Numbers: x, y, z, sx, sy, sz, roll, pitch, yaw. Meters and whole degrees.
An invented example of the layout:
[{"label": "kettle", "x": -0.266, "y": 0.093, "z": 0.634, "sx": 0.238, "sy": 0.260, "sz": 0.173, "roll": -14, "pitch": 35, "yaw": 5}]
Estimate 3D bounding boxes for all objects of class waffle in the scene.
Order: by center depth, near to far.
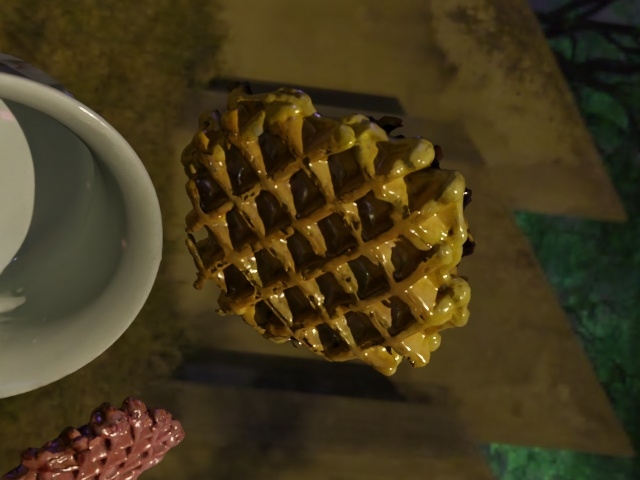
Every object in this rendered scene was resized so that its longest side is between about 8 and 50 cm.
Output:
[{"label": "waffle", "x": -0.270, "y": 0.264, "z": 1.320, "sx": 0.055, "sy": 0.234, "sz": 0.221, "roll": 57, "pitch": 3, "yaw": 23}, {"label": "waffle", "x": 0.000, "y": 0.000, "z": 1.388, "sx": 0.095, "sy": 0.382, "sz": 0.379, "roll": -53, "pitch": 150, "yaw": -47}]

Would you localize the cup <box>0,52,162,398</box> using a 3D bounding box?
[{"label": "cup", "x": -0.324, "y": -0.035, "z": 1.021, "sx": 0.163, "sy": 0.347, "sz": 0.347, "roll": -112, "pitch": -154, "yaw": -50}]
